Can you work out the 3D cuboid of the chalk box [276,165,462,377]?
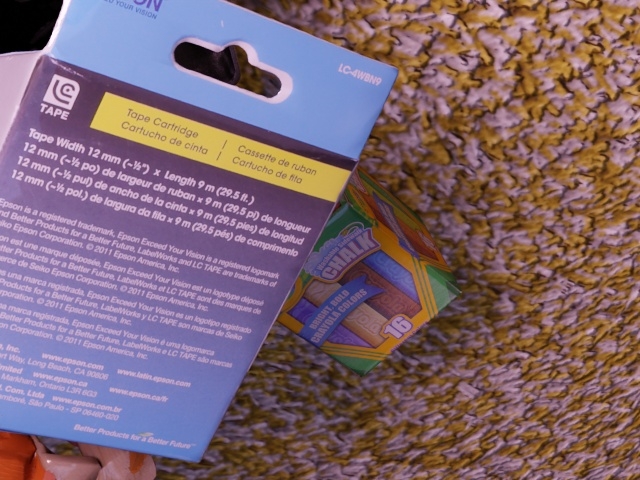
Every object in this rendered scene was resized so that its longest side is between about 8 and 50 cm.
[{"bbox_3d":[0.000,0.000,1.234,0.132,0.132,0.213,-41,128,15],"label":"chalk box"}]

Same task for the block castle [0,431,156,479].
[{"bbox_3d":[-0.319,0.038,1.121,0.453,0.213,0.303,12,110,-32],"label":"block castle"}]

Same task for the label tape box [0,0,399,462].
[{"bbox_3d":[-0.136,-0.023,0.971,0.249,0.115,0.348,16,110,-32],"label":"label tape box"}]

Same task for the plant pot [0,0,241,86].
[{"bbox_3d":[-0.180,-0.208,1.002,0.188,0.167,0.187,-16,129,-5],"label":"plant pot"}]
